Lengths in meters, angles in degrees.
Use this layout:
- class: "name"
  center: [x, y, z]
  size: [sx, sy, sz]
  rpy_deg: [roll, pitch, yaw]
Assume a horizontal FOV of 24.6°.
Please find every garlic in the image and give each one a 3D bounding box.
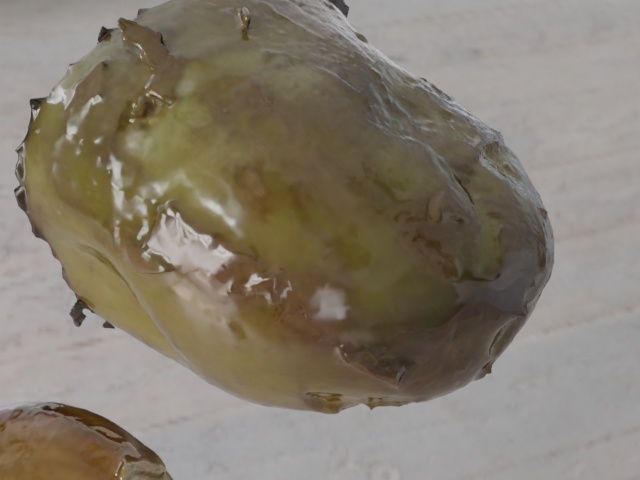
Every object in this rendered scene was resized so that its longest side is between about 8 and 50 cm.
- class: "garlic"
  center: [-0.161, 0.161, 0.697]
  size: [0.207, 0.115, 0.128]
  rpy_deg: [-30, 49, -7]

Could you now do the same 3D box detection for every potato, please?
- class: "potato"
  center: [0.000, 0.000, 0.910]
  size: [0.289, 0.301, 0.237]
  rpy_deg: [-28, 41, -21]
